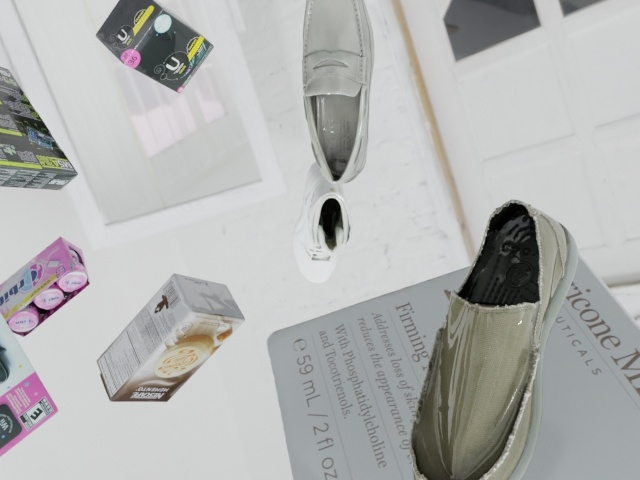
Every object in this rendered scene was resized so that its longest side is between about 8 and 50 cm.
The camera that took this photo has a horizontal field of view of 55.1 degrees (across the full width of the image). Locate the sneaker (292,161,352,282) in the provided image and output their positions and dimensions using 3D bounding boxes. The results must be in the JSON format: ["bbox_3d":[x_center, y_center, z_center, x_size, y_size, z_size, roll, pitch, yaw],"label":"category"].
[{"bbox_3d":[0.000,0.000,1.261,0.108,0.292,0.169,0,-147,-5],"label":"sneaker"}]

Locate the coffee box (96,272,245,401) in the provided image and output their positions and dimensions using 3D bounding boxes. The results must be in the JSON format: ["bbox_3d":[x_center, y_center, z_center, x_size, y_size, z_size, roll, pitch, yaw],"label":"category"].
[{"bbox_3d":[-0.279,0.187,1.139,0.246,0.098,0.141,-47,146,17],"label":"coffee box"}]

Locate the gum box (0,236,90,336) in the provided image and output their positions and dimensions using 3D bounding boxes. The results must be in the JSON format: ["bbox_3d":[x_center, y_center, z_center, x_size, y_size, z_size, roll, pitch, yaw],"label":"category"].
[{"bbox_3d":[-0.551,0.089,1.224,0.188,0.107,0.062,-38,140,4],"label":"gum box"}]

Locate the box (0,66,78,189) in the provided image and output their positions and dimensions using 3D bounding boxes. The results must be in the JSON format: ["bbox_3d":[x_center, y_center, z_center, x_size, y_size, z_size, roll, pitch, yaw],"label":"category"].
[{"bbox_3d":[-0.411,-0.148,0.747,0.045,0.184,0.191,-34,176,12],"label":"box"}]

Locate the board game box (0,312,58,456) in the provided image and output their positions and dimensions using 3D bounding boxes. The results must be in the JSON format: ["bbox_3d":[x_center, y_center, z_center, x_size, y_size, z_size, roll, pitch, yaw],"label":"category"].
[{"bbox_3d":[-0.491,0.204,0.692,0.098,0.223,0.303,13,-141,40],"label":"board game box"}]

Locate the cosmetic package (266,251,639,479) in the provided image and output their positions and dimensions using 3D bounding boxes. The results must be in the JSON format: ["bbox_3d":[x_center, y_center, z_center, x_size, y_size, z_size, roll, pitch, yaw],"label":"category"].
[{"bbox_3d":[0.185,0.262,0.732,0.394,0.327,0.329,-19,-139,0],"label":"cosmetic package"}]

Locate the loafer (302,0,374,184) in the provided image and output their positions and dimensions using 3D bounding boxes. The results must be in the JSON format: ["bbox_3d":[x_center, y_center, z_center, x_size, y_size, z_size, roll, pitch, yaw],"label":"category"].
[{"bbox_3d":[0.027,-0.241,0.928,0.112,0.319,0.111,-3,-160,10],"label":"loafer"}]

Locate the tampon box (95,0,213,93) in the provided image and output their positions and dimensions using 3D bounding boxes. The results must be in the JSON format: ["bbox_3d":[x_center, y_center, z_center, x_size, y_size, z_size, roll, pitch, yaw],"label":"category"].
[{"bbox_3d":[-0.306,-0.373,1.147,0.120,0.101,0.161,-51,158,11],"label":"tampon box"}]

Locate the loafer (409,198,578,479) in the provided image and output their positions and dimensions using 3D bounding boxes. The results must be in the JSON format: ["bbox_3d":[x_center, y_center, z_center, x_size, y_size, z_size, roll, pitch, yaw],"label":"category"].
[{"bbox_3d":[0.121,0.075,0.463,0.094,0.251,0.087,3,151,40],"label":"loafer"}]
